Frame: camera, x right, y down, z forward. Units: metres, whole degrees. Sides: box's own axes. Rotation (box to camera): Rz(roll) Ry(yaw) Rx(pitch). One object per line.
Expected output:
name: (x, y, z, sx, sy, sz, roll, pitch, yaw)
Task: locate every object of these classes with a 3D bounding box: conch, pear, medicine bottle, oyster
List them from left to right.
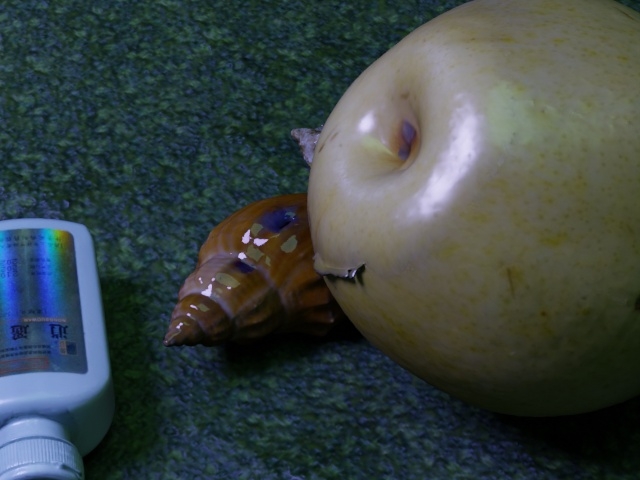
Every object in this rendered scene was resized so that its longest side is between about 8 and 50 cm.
medicine bottle: (-0.208, 0.091, 1.361, 0.121, 0.083, 0.229, -6, 49, -7)
conch: (0.000, -0.004, 1.458, 0.109, 0.093, 0.330, 31, 51, 30)
oyster: (0.027, -0.080, 1.568, 0.083, 0.038, 0.080, -21, 50, -20)
pear: (0.145, -0.029, 1.347, 0.309, 0.309, 0.309, 2, 47, -3)
